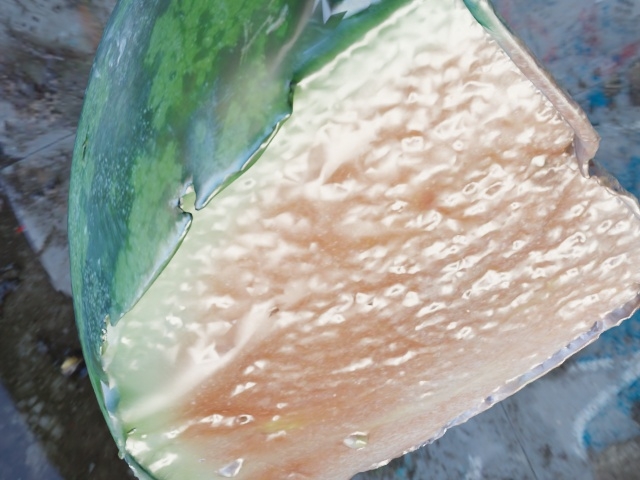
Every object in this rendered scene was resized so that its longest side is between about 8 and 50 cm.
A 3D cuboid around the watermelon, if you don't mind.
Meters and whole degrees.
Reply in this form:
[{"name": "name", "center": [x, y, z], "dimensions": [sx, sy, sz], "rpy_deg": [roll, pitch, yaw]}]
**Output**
[{"name": "watermelon", "center": [-0.026, 0.017, 0.531], "dimensions": [0.292, 0.319, 0.222], "rpy_deg": [34, 85, -44]}]
